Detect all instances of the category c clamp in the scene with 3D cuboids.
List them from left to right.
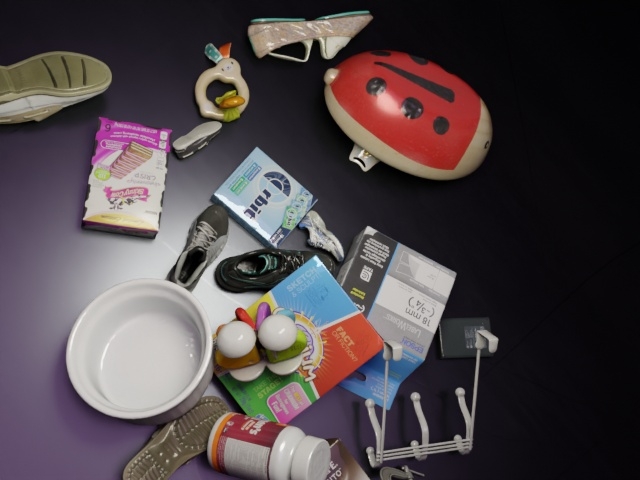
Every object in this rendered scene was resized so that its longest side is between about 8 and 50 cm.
[{"bbox_3d":[0.187,0.529,1.656,0.137,0.160,0.022,26,114,-23],"label":"c clamp"}]

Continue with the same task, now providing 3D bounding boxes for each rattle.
[{"bbox_3d":[-0.218,-0.379,1.775,0.130,0.143,0.199,7,80,3],"label":"rattle"}]

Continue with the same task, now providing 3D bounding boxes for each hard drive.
[{"bbox_3d":[0.337,0.229,1.852,0.135,0.022,0.094,1,76,-18],"label":"hard drive"}]

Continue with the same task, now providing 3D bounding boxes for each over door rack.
[{"bbox_3d":[0.227,0.326,1.684,0.240,0.108,0.324,-4,118,-18],"label":"over door rack"}]

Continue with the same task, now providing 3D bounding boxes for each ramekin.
[{"bbox_3d":[-0.337,0.225,1.535,0.277,0.135,0.277,-1,64,2],"label":"ramekin"}]

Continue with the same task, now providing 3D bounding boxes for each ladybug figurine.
[{"bbox_3d":[0.221,-0.312,1.854,0.449,0.162,0.305,18,57,-18],"label":"ladybug figurine"}]

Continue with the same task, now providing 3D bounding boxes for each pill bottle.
[{"bbox_3d":[-0.100,0.413,1.534,0.221,0.121,0.121,6,69,27],"label":"pill bottle"}]

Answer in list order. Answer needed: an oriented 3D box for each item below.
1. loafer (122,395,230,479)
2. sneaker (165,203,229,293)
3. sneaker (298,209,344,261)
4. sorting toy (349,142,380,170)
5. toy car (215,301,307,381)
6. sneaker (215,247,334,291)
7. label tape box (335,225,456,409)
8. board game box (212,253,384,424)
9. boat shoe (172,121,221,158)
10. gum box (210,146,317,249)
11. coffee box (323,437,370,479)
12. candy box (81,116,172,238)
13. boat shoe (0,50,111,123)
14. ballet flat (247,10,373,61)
[{"bbox_3d":[-0.293,0.405,1.571,0.268,0.092,0.102,-34,91,-38],"label":"loafer"},{"bbox_3d":[-0.246,0.013,1.662,0.086,0.132,0.228,27,70,-9],"label":"sneaker"},{"bbox_3d":[0.000,0.000,1.795,0.058,0.052,0.135,-37,82,-13],"label":"sneaker"},{"bbox_3d":[0.110,-0.209,1.890,0.083,0.045,0.075,37,87,-5],"label":"sorting toy"},{"bbox_3d":[-0.119,0.187,1.554,0.182,0.159,0.136,-10,53,0],"label":"toy car"},{"bbox_3d":[-0.088,0.066,1.715,0.267,0.106,0.101,-5,76,-20],"label":"sneaker"},{"bbox_3d":[0.132,0.173,1.757,0.241,0.106,0.333,27,69,-9],"label":"label tape box"},{"bbox_3d":[-0.060,0.218,1.643,0.316,0.064,0.242,-39,90,1],"label":"board game box"},{"bbox_3d":[-0.272,-0.225,1.768,0.125,0.038,0.046,-38,48,-28],"label":"boat shoe"},{"bbox_3d":[-0.126,-0.093,1.778,0.184,0.041,0.157,42,68,-5],"label":"gum box"},{"bbox_3d":[0.049,0.574,1.617,0.168,0.119,0.297,-37,89,-22],"label":"coffee box"},{"bbox_3d":[-0.411,-0.132,1.681,0.159,0.071,0.233,8,74,-16],"label":"candy box"},{"bbox_3d":[-0.592,-0.315,1.653,0.302,0.103,0.113,-11,67,-19],"label":"boat shoe"},{"bbox_3d":[-0.020,-0.485,1.896,0.316,0.107,0.106,-9,99,-14],"label":"ballet flat"}]
